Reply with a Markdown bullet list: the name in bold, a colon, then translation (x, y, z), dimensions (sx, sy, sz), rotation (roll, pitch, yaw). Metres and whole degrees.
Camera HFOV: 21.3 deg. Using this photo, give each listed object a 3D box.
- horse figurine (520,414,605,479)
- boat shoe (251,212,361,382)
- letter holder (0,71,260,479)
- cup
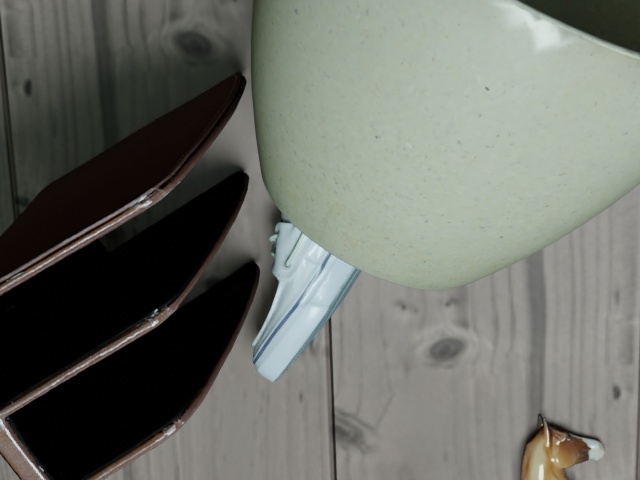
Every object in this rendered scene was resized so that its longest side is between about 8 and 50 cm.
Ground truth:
- **horse figurine**: translation (0.211, 0.290, 1.387), dimensions (0.174, 0.066, 0.263), rotation (19, 109, -5)
- **boat shoe**: translation (0.000, 0.000, 1.312), dimensions (0.076, 0.083, 0.226), rotation (34, 99, 6)
- **letter holder**: translation (-0.116, 0.018, 1.207), dimensions (0.214, 0.302, 0.152), rotation (-31, 103, 17)
- **cup**: translation (0.084, -0.109, 1.130), dimensions (0.331, 0.331, 0.237), rotation (28, 117, -2)
